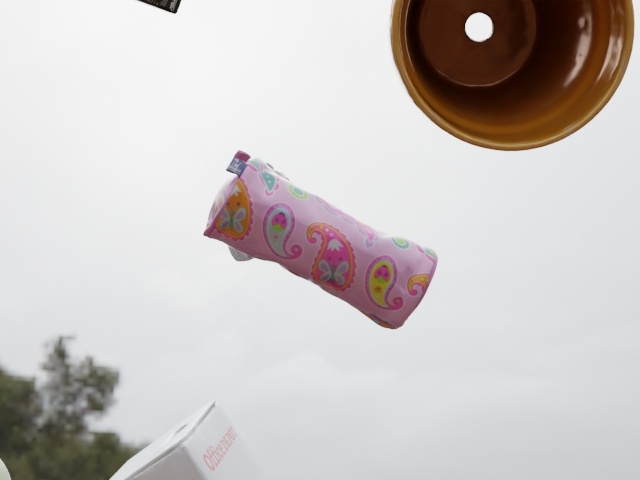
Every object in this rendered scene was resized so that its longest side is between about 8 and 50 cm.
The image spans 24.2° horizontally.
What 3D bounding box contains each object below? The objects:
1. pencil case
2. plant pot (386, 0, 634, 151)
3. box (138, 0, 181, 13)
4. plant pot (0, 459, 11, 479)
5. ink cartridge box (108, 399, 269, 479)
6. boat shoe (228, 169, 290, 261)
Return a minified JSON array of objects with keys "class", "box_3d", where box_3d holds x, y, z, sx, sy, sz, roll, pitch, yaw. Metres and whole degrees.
[{"class":"pencil case","box_3d":[0.000,0.000,1.815,0.284,0.124,0.124,28,-20,-4]},{"class":"plant pot","box_3d":[0.153,-0.190,1.327,0.205,0.205,0.188,3,9,-5]},{"class":"box","box_3d":[-0.278,-0.475,2.414,0.147,0.180,0.077,17,7,-21]},{"class":"plant pot","box_3d":[-0.542,0.361,2.008,0.276,0.276,0.254,-1,-2,10]},{"class":"ink cartridge box","box_3d":[-0.110,0.431,1.923,0.166,0.395,0.285,-33,1,6]},{"class":"boat shoe","box_3d":[-0.064,-0.035,2.144,0.076,0.226,0.083,-9,-62,20]}]
